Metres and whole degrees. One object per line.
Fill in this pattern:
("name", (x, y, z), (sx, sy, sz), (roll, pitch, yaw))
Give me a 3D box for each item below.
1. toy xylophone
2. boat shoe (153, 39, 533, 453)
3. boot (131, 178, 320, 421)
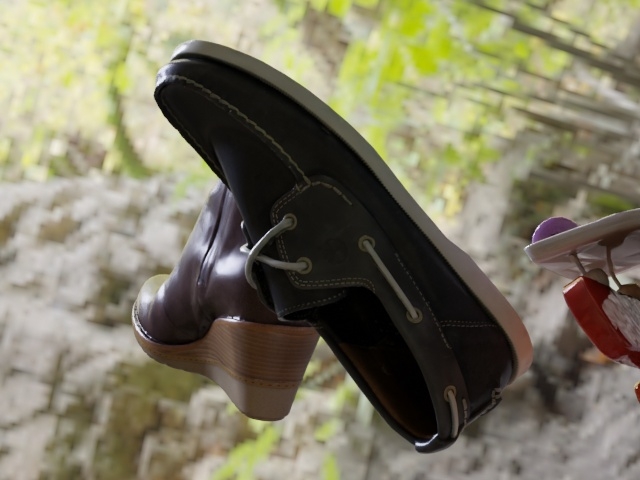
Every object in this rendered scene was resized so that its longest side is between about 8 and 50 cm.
("toy xylophone", (0.204, 0.105, 0.888), (0.081, 0.236, 0.322), (-35, 64, 14))
("boat shoe", (0.000, 0.000, 0.951), (0.079, 0.233, 0.084), (-43, 1, -28))
("boot", (-0.059, -0.002, 1.416), (0.248, 0.090, 0.206), (29, 114, 61))
